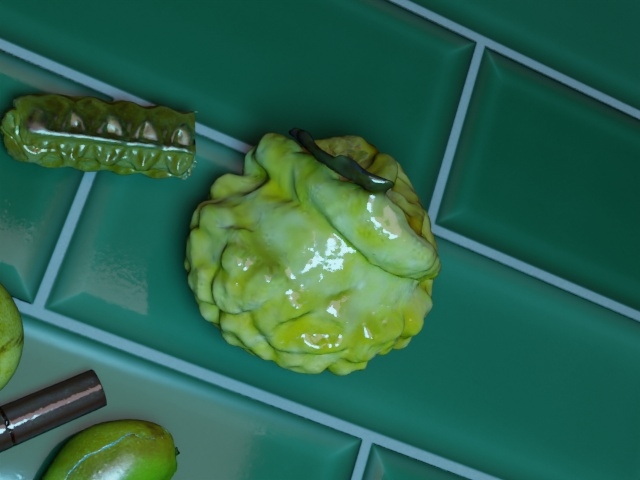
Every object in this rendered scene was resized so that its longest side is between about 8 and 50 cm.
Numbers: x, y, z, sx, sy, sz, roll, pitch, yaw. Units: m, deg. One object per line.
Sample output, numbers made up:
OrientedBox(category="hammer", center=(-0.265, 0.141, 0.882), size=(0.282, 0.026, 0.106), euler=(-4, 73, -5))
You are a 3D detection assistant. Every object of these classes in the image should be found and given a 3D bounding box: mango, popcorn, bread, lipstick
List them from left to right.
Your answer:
OrientedBox(category="lipstick", center=(-0.443, 0.254, 1.509), size=(0.356, 0.057, 0.057), euler=(-21, 86, -24))
OrientedBox(category="mango", center=(-0.291, 0.308, 1.526), size=(0.233, 0.111, 0.125), euler=(-28, 76, -11))
OrientedBox(category="bread", center=(-0.300, -0.142, 1.638), size=(0.269, 0.098, 0.087), euler=(5, 34, -19))
OrientedBox(category="popcorn", center=(0.000, 0.000, 1.580), size=(0.349, 0.382, 0.349), euler=(8, 58, -14))

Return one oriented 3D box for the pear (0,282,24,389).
OrientedBox(category="pear", center=(-0.472, 0.109, 1.458), size=(0.208, 0.209, 0.209), euler=(5, 76, -19))
